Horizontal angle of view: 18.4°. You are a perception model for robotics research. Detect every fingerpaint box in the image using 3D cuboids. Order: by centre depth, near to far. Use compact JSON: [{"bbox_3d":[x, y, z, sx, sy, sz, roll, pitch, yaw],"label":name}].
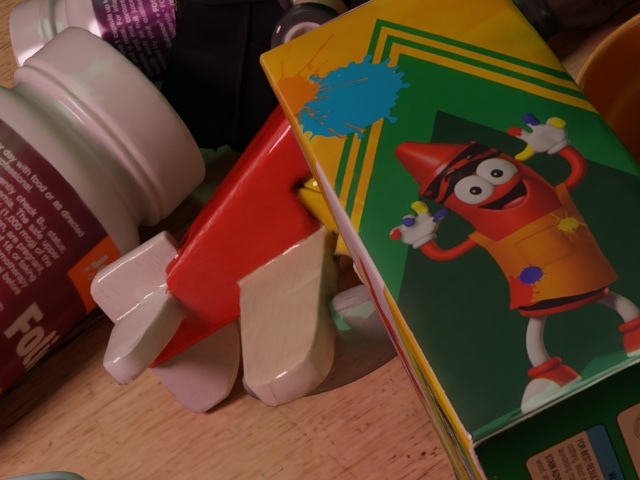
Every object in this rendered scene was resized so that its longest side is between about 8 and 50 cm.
[{"bbox_3d":[0.157,0.106,1.211,0.163,0.445,0.371,-27,40,-1],"label":"fingerpaint box"}]

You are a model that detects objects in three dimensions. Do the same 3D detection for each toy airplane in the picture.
[{"bbox_3d":[0.000,0.000,1.589,0.386,0.272,0.384,-65,13,-24],"label":"toy airplane"}]

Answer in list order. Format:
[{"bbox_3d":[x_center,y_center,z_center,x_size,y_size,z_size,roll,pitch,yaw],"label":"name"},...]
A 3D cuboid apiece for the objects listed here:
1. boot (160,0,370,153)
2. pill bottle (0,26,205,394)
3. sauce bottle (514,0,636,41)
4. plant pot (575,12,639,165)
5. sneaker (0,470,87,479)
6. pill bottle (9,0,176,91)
[{"bbox_3d":[-0.025,-0.176,1.798,0.246,0.207,0.094,-3,48,-10],"label":"boot"},{"bbox_3d":[-0.303,0.006,1.744,0.392,0.224,0.224,-44,43,-16],"label":"pill bottle"},{"bbox_3d":[0.263,-0.268,1.792,0.344,0.111,0.111,-35,41,-9],"label":"sauce bottle"},{"bbox_3d":[0.312,-0.056,1.487,0.205,0.188,0.205,-16,41,15],"label":"plant pot"},{"bbox_3d":[-0.339,0.270,1.576,0.366,0.135,0.150,-10,30,6],"label":"sneaker"},{"bbox_3d":[-0.141,-0.220,1.926,0.301,0.169,0.169,-18,42,12],"label":"pill bottle"}]
